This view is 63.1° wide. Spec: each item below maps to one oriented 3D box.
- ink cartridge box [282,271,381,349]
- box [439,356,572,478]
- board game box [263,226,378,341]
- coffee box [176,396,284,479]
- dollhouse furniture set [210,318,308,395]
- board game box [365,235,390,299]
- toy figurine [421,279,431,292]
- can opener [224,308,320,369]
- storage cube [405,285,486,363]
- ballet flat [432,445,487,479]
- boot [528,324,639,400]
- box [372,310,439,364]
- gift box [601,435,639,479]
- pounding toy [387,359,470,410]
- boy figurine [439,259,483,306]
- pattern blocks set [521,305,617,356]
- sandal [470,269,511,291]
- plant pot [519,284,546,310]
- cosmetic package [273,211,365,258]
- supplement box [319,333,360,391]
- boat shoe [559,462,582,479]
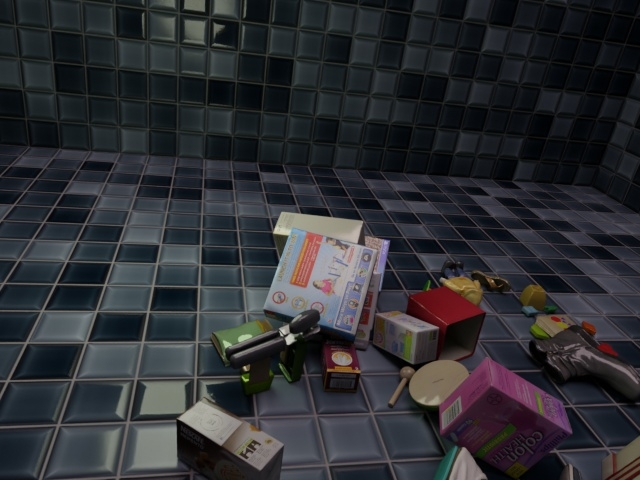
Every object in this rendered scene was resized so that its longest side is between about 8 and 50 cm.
[{"bbox_3d":[0.036,0.222,1.835,0.310,0.271,0.130,11,-7,3],"label":"ink cartridge box"},{"bbox_3d":[0.472,0.464,1.357,0.243,0.213,0.117,31,27,-5],"label":"box"},{"bbox_3d":[0.006,0.141,1.709,0.302,0.086,0.308,15,66,8],"label":"board game box"},{"bbox_3d":[-0.218,0.500,1.237,0.247,0.141,0.098,22,29,24],"label":"coffee box"},{"bbox_3d":[-0.202,0.307,1.618,0.198,0.151,0.301,-7,30,-29],"label":"dollhouse furniture set"},{"bbox_3d":[0.102,0.099,2.027,0.291,0.141,0.231,12,59,4],"label":"board game box"},{"bbox_3d":[0.463,0.247,1.987,0.159,0.130,0.173,22,16,6],"label":"toy figurine"},{"bbox_3d":[-0.130,0.265,1.467,0.284,0.095,0.076,-18,34,-24],"label":"can opener"},{"bbox_3d":[0.419,0.293,1.803,0.215,0.183,0.193,-11,31,-33],"label":"storage cube"},{"bbox_3d":[0.282,0.624,1.176,0.139,0.139,0.400,23,29,27],"label":"ballet flat"},{"bbox_3d":[0.888,0.441,1.760,0.223,0.118,0.338,-16,35,-22],"label":"boot"},{"bbox_3d":[0.279,0.317,1.727,0.103,0.114,0.203,-2,12,-35],"label":"box"},{"bbox_3d":[0.822,0.623,1.192,0.276,0.258,0.255,40,33,15],"label":"gift box"},{"bbox_3d":[0.344,0.463,1.561,0.237,0.110,0.183,-11,27,30],"label":"pounding toy"},{"bbox_3d":[0.592,0.183,2.186,0.178,0.092,0.285,7,23,-9],"label":"boy figurine"},{"bbox_3d":[0.946,0.353,2.019,0.286,0.026,0.324,4,27,-10],"label":"pattern blocks set"},{"bbox_3d":[0.732,0.183,2.258,0.180,0.072,0.049,22,45,28],"label":"sandal"},{"bbox_3d":[0.896,0.234,2.181,0.081,0.083,0.081,7,27,-3],"label":"plant pot"},{"bbox_3d":[0.000,0.000,1.894,0.310,0.160,0.113,7,53,16],"label":"cosmetic package"},{"bbox_3d":[0.057,0.380,1.631,0.104,0.080,0.188,5,26,-8],"label":"supplement box"},{"bbox_3d":[0.618,0.651,1.240,0.079,0.095,0.254,14,28,14],"label":"boat shoe"}]
